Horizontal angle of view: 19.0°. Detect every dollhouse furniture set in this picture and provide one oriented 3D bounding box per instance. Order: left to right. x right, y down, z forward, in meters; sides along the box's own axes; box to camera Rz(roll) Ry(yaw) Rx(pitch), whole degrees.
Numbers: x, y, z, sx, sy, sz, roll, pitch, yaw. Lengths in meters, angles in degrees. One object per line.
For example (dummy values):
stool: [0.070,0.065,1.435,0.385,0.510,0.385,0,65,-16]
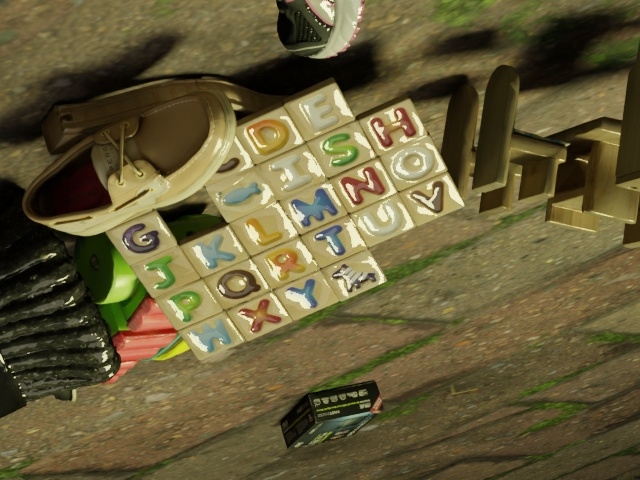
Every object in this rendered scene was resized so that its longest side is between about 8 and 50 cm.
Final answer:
dollhouse furniture set: [0.230,-0.097,1.397,0.212,0.161,0.242,12,170,-18]

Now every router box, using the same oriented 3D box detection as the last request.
router box: [0.013,0.214,2.343,0.092,0.038,0.122,-9,161,-22]

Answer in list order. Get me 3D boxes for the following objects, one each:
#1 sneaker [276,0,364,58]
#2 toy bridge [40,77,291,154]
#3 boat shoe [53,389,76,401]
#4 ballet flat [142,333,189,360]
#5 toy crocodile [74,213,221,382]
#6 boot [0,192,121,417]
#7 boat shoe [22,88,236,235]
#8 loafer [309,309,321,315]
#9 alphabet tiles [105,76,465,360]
sneaker: [-0.012,-0.168,1.096,0.077,0.072,0.178,-1,152,-11]
toy bridge: [-0.093,-0.088,1.313,0.188,0.026,0.063,-5,158,-30]
boat shoe: [-0.247,0.118,1.782,0.042,0.049,0.133,-9,160,-8]
ballet flat: [-0.090,0.040,1.665,0.077,0.077,0.231,-30,179,-43]
toy crocodile: [-0.165,0.060,1.573,0.115,0.105,0.340,-4,159,-35]
boot: [-0.305,0.047,1.351,0.260,0.131,0.348,-25,153,2]
boat shoe: [-0.128,-0.048,1.256,0.170,0.063,0.059,-31,162,33]
loafer: [0.000,0.000,1.614,0.078,0.076,0.223,-29,163,-10]
alphabet tiles: [-0.024,-0.017,1.379,0.237,0.009,0.198,-23,133,9]
